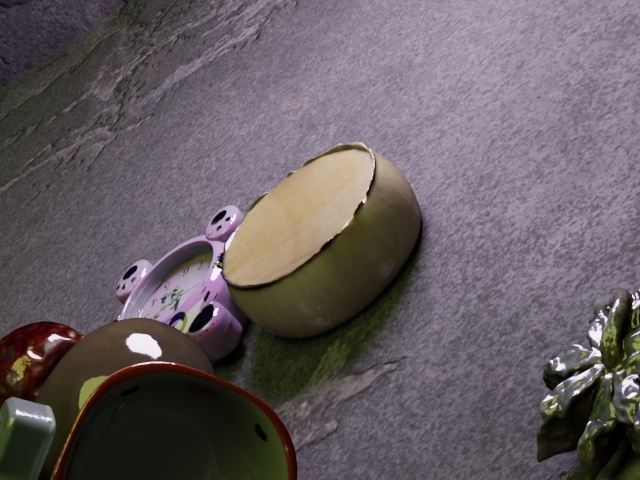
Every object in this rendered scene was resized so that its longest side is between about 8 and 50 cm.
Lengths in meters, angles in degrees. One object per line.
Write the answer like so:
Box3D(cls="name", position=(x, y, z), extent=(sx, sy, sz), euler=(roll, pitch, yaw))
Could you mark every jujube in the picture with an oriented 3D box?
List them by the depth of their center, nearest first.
Box3D(cls="jujube", position=(-0.375, 0.198, 1.967), extent=(0.183, 0.183, 0.243), euler=(-57, 9, -28))

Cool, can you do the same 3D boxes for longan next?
Box3D(cls="longan", position=(-0.224, 0.207, 1.690), extent=(0.246, 0.215, 0.246), euler=(-26, 8, 4))

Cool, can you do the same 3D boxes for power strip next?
Box3D(cls="power strip", position=(-0.327, 0.259, 1.540), extent=(0.194, 0.059, 0.265), euler=(-68, 20, 7))

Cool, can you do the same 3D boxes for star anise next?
Box3D(cls="star anise", position=(0.264, 0.105, 1.295), extent=(0.230, 0.081, 0.262), euler=(-46, 25, 20))

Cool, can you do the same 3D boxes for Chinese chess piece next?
Box3D(cls="Chinese chess piece", position=(0.000, 0.000, 1.821), extent=(0.257, 0.104, 0.257), euler=(-34, 27, 20))

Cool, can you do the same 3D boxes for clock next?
Box3D(cls="clock", position=(-0.176, 0.088, 1.965), extent=(0.227, 0.090, 0.248), euler=(-31, 29, 24))

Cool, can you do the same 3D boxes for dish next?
Box3D(cls="dish", position=(-0.156, 0.253, 1.513), extent=(0.256, 0.256, 0.117), euler=(-52, 5, -20))
